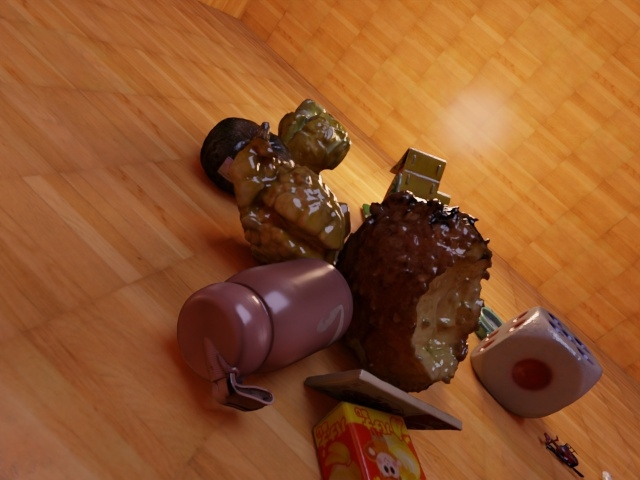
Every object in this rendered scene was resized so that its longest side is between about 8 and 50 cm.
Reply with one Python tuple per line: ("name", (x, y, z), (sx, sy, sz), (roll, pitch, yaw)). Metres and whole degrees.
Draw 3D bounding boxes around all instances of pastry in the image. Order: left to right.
("pastry", (0.175, 0.098, 0.957), (0.293, 0.404, 0.337), (0, 15, -34))

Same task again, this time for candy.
("candy", (0.092, 0.385, 0.648), (0.146, 0.088, 0.276), (27, 26, -34))

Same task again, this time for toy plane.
("toy plane", (0.682, 0.597, 1.268), (0.145, 0.037, 0.060), (46, 33, 1))

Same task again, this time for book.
("book", (0.107, 0.282, 0.779), (0.232, 0.162, 0.022), (32, 55, -22))

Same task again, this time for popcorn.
("popcorn", (-0.071, -0.055, 0.940), (0.265, 0.225, 0.332), (47, -6, 48))
("popcorn", (-0.043, -0.289, 1.416), (0.277, 0.276, 0.225), (0, 51, -58))

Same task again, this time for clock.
("clock", (0.601, 0.310, 1.610), (0.211, 0.066, 0.159), (9, 39, -51))

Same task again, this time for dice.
("dice", (0.629, 0.355, 1.331), (0.243, 0.259, 0.251), (50, 24, 15))

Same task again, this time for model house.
("model house", (0.354, -0.135, 1.608), (0.301, 0.323, 0.340), (18, 29, -10))

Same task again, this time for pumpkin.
("pumpkin", (-0.180, -0.223, 1.170), (0.260, 0.189, 0.260), (34, 22, -16))

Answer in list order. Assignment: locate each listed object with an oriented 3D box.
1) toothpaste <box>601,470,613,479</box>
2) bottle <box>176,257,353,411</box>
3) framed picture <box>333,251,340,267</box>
("toothpaste", (0.831, 0.733, 1.271), (0.048, 0.031, 0.190), (45, 26, 0))
("bottle", (-0.076, 0.138, 0.724), (0.297, 0.173, 0.206), (-4, 69, -60))
("framed picture", (0.000, 0.000, 1.284), (0.183, 0.011, 0.142), (41, 23, 0))
